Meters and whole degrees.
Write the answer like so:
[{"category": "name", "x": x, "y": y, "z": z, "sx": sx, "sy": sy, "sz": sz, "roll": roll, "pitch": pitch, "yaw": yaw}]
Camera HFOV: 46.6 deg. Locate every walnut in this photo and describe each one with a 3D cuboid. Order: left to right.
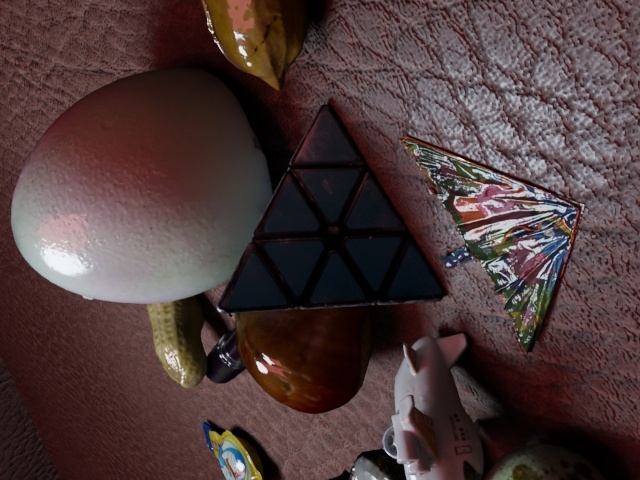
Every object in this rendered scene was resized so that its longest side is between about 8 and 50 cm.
[{"category": "walnut", "x": -0.080, "y": -0.301, "z": 0.897, "sx": 0.137, "sy": 0.137, "sz": 0.245, "roll": 16, "pitch": 121, "yaw": 43}]

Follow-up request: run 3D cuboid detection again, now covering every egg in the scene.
[{"category": "egg", "x": -0.292, "y": -0.062, "z": 1.122, "sx": 0.355, "sy": 0.340, "sz": 0.354, "roll": 36, "pitch": 137, "yaw": 43}, {"category": "egg", "x": 0.283, "y": 0.355, "z": 0.967, "sx": 0.169, "sy": 0.169, "sz": 0.231, "roll": 49, "pitch": 157, "yaw": 9}]

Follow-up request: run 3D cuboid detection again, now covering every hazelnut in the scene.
[{"category": "hazelnut", "x": -0.029, "y": 0.155, "z": 1.138, "sx": 0.230, "sy": 0.230, "sz": 0.229, "roll": 30, "pitch": 138, "yaw": 32}]

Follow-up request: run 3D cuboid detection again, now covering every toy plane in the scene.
[{"category": "toy plane", "x": 0.161, "y": 0.247, "z": 1.001, "sx": 0.118, "sy": 0.244, "sz": 0.244, "roll": -18, "pitch": 105, "yaw": 24}]

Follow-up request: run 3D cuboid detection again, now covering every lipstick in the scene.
[{"category": "lipstick", "x": -0.158, "y": 0.210, "z": 1.449, "sx": 0.081, "sy": 0.081, "sz": 0.299, "roll": 52, "pitch": 146, "yaw": 6}]

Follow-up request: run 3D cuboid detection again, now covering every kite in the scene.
[{"category": "kite", "x": 0.214, "y": -0.009, "z": 0.883, "sx": 0.321, "sy": 0.016, "sz": 0.234, "roll": 58, "pitch": 146, "yaw": -3}]

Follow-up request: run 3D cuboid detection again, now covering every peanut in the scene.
[{"category": "peanut", "x": -0.287, "y": 0.187, "z": 1.525, "sx": 0.120, "sy": 0.110, "sz": 0.236, "roll": 71, "pitch": 179, "yaw": -69}]

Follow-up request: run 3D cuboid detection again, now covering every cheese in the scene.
[{"category": "cheese", "x": -0.207, "y": 0.520, "z": 1.768, "sx": 0.270, "sy": 0.069, "sz": 0.176, "roll": 22, "pitch": 127, "yaw": 51}]

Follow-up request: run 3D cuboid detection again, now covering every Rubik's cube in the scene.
[{"category": "Rubik's cube", "x": -0.001, "y": 0.002, "z": 1.037, "sx": 0.229, "sy": 0.228, "sz": 0.233, "roll": 38, "pitch": -151, "yaw": -46}]

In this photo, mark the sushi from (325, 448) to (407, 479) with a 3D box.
[{"category": "sushi", "x": 0.137, "y": 0.446, "z": 1.195, "sx": 0.234, "sy": 0.208, "sz": 0.348, "roll": 41, "pitch": 139, "yaw": 40}]
